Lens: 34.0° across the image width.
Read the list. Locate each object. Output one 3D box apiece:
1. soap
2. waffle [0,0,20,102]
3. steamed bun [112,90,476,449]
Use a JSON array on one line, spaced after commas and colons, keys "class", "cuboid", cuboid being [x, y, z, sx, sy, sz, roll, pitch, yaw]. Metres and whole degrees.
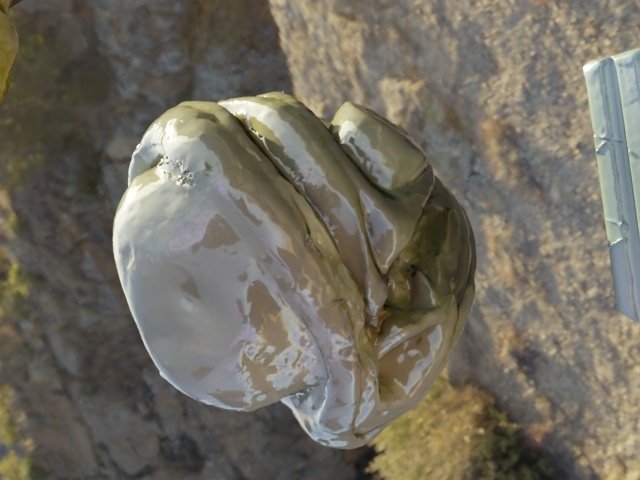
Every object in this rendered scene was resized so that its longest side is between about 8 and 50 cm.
[{"class": "soap", "cuboid": [0.259, -0.041, 0.735, 0.119, 0.066, 0.198, -8, 89, 57]}, {"class": "waffle", "cuboid": [-0.260, -0.116, 0.383, 0.151, 0.324, 0.261, 67, -152, -63]}, {"class": "steamed bun", "cuboid": [0.000, 0.000, 0.950, 0.352, 0.247, 0.339, 41, -151, -27]}]
